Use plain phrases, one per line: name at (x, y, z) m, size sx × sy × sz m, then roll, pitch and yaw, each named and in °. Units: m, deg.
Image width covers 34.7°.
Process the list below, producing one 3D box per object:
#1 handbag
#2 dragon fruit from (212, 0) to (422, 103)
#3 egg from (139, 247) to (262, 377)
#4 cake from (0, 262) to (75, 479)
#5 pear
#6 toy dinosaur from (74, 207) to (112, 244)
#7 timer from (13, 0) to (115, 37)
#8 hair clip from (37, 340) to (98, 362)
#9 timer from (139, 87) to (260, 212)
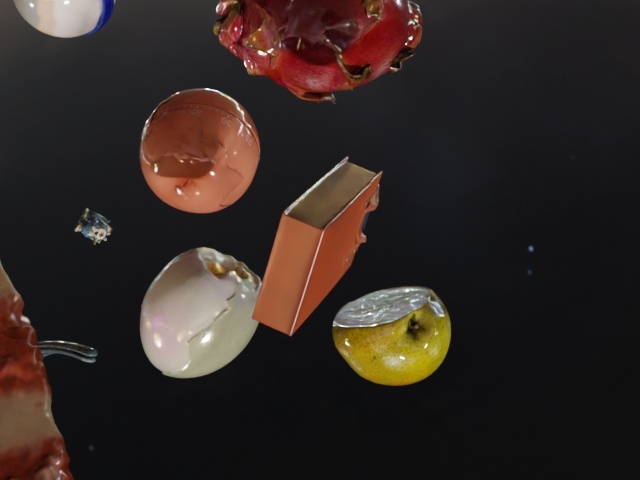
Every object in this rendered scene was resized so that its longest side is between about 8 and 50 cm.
handbag at (0.000, 0.000, 1.061) m, size 0.063 × 0.127 × 0.190 m, roll 24°, pitch -151°, yaw 12°
dragon fruit at (0.007, -0.335, 1.567) m, size 0.250 × 0.315 × 0.250 m, roll -56°, pitch -160°, yaw 32°
egg at (-0.196, 0.125, 1.624) m, size 0.217 × 0.183 × 0.183 m, roll -59°, pitch -153°, yaw 14°
cake at (-0.382, 0.186, 0.937) m, size 0.269 × 0.270 × 0.319 m, roll -12°, pitch -116°, yaw -22°
pear at (0.086, 0.119, 1.201) m, size 0.141 × 0.104 × 0.141 m, roll -17°, pitch -170°, yaw 3°
toy dinosaur at (-0.307, -0.019, 1.399) m, size 0.030 × 0.047 × 0.083 m, roll -58°, pitch -166°, yaw 7°
timer at (-0.413, -0.410, 1.293) m, size 0.270 × 0.383 × 0.270 m, roll -46°, pitch -175°, yaw 5°
hair clip at (-0.349, 0.146, 1.267) m, size 0.039 × 0.070 × 0.229 m, roll 6°, pitch 161°, yaw -45°
timer at (-0.231, -0.170, 1.957) m, size 0.229 × 0.229 × 0.215 m, roll -11°, pitch -140°, yaw 20°
